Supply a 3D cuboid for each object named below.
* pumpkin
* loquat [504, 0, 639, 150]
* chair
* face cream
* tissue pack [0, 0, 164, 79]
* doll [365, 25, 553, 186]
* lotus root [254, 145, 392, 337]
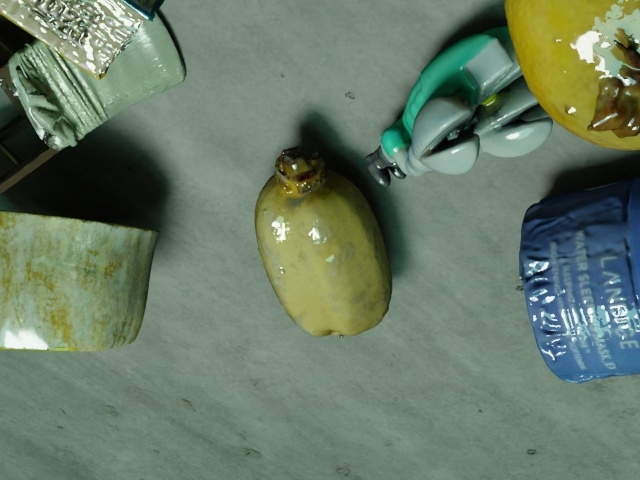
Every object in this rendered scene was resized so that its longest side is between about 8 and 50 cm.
[{"bbox_3d":[-0.401,0.058,1.394,0.333,0.199,0.332,8,180,0],"label":"pumpkin"},{"bbox_3d":[0.309,-0.215,0.978,0.275,0.274,0.274,8,138,7],"label":"loquat"},{"bbox_3d":[-0.358,-0.201,1.274,0.186,0.319,0.160,36,159,51],"label":"chair"},{"bbox_3d":[0.386,0.049,1.246,0.225,0.249,0.249,-13,131,29],"label":"face cream"},{"bbox_3d":[-0.297,-0.321,1.074,0.271,0.192,0.134,35,126,-19],"label":"tissue pack"},{"bbox_3d":[0.173,-0.143,1.199,0.153,0.195,0.258,54,163,6],"label":"doll"},{"bbox_3d":[0.000,0.000,1.376,0.169,0.151,0.342,0,132,21],"label":"lotus root"}]
